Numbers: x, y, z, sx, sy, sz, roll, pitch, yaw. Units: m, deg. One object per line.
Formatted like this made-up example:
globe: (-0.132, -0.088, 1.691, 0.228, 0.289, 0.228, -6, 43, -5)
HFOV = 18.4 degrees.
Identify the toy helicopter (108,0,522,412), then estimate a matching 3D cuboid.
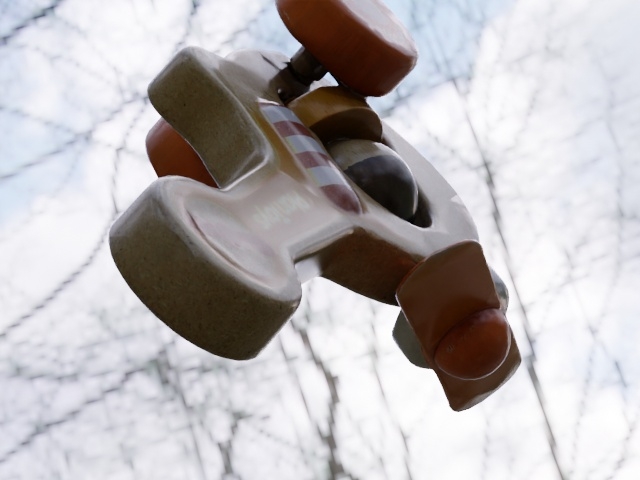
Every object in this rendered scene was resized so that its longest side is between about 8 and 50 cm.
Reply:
toy helicopter: (0.000, 0.000, 0.946, 0.140, 0.235, 0.355, -45, -3, 19)
